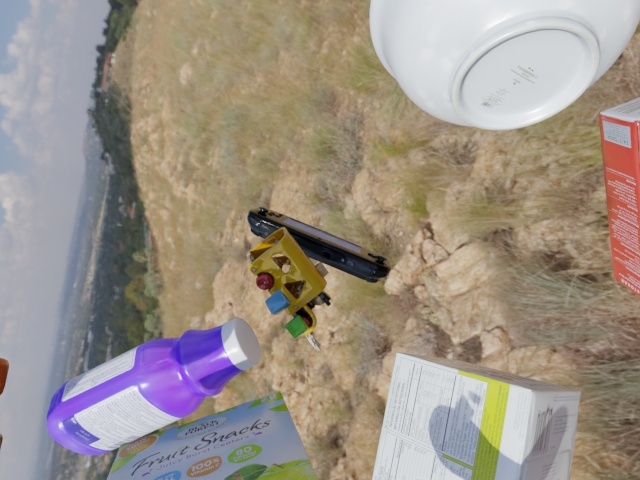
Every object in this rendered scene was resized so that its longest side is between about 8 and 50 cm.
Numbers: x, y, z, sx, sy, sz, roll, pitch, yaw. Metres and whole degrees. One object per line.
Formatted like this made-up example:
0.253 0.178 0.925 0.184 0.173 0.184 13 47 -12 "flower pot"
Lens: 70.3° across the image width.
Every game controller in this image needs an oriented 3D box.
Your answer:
0.000 0.000 0.979 0.166 0.320 0.067 -59 -8 -72 "game controller"

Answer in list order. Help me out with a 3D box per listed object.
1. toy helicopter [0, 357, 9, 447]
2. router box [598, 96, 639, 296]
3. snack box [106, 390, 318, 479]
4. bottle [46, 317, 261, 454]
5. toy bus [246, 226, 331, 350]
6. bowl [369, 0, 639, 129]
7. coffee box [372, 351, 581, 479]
-0.284 0.109 0.206 0.355 0.235 0.140 -24 58 49 "toy helicopter"
0.608 -0.101 0.671 0.082 0.336 0.300 -104 -8 -66 "router box"
-0.093 0.219 0.387 0.207 0.175 0.070 -177 72 -76 "snack box"
-0.217 0.191 0.611 0.283 0.118 0.092 -27 40 9 "bottle"
-0.037 0.073 0.788 0.104 0.202 0.191 -38 63 0 "toy bus"
0.206 -0.218 0.494 0.298 0.298 0.133 -41 42 50 "bowl"
0.371 0.477 1.082 0.335 0.338 0.337 4 78 45 "coffee box"
